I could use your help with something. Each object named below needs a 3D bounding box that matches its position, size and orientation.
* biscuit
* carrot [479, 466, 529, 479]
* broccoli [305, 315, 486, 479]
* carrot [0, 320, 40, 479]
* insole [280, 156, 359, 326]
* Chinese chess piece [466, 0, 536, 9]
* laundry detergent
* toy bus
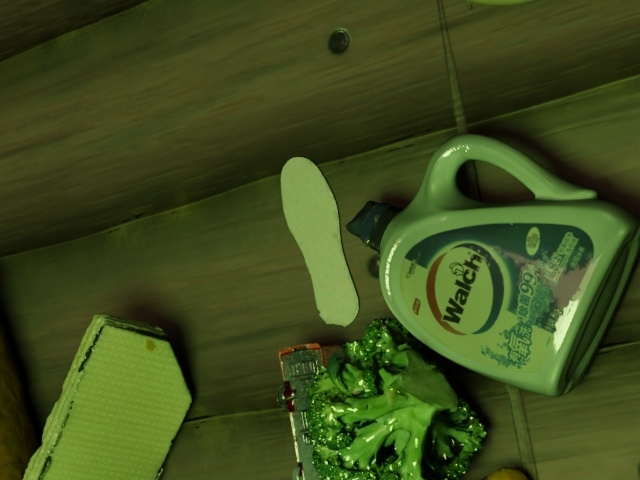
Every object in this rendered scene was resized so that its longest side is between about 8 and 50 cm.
[{"bbox_3d":[-0.235,0.206,1.494,0.052,0.150,0.252,42,112,52],"label":"biscuit"},{"bbox_3d":[0.137,0.297,1.308,0.173,0.082,0.082,-45,67,25],"label":"carrot"},{"bbox_3d":[0.074,0.174,1.298,0.195,0.195,0.156,51,134,22],"label":"broccoli"},{"bbox_3d":[-0.465,0.218,1.580,0.241,0.241,0.340,-22,74,28],"label":"carrot"},{"bbox_3d":[0.000,0.000,1.445,0.065,0.004,0.197,-25,76,28],"label":"insole"},{"bbox_3d":[0.183,-0.363,1.293,0.273,0.102,0.273,-1,88,31],"label":"Chinese chess piece"},{"bbox_3d":[0.154,0.010,1.297,0.280,0.105,0.214,29,103,30],"label":"laundry detergent"},{"bbox_3d":[0.007,0.203,1.391,0.065,0.077,0.192,-13,84,32],"label":"toy bus"}]
